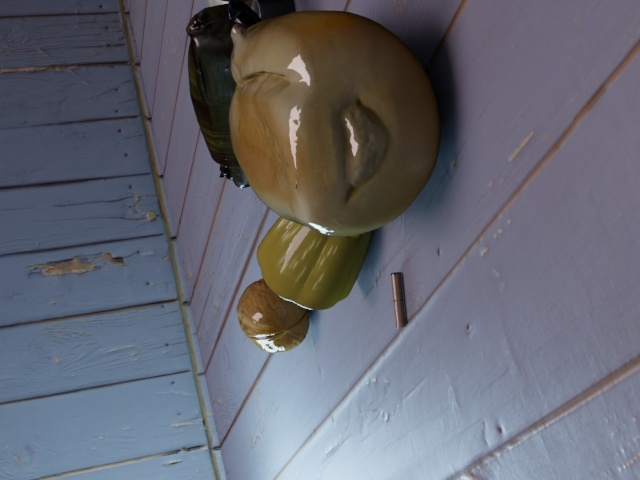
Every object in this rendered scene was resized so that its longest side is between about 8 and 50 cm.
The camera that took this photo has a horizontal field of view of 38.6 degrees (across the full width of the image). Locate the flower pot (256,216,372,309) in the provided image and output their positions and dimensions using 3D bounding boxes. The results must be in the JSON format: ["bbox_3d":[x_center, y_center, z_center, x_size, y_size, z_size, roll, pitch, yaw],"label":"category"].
[{"bbox_3d":[0.000,0.000,1.675,0.179,0.195,0.195,-61,39,42],"label":"flower pot"}]

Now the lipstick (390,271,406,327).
[{"bbox_3d":[0.133,0.101,1.557,0.019,0.019,0.094,-174,77,-71],"label":"lipstick"}]

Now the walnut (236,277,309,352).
[{"bbox_3d":[-0.106,0.167,2.067,0.197,0.165,0.165,-133,40,-73],"label":"walnut"}]

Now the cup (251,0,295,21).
[{"bbox_3d":[-0.105,-0.484,1.950,0.100,0.077,0.078,-127,35,-57],"label":"cup"}]

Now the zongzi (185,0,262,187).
[{"bbox_3d":[-0.179,-0.385,1.971,0.432,0.208,0.403,-98,-4,-48],"label":"zongzi"}]

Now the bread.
[{"bbox_3d":[0.019,-0.183,1.424,0.376,0.253,0.347,-158,59,-69],"label":"bread"}]

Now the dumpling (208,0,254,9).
[{"bbox_3d":[-0.199,-0.595,2.113,0.162,0.132,0.250,92,177,-50],"label":"dumpling"}]
